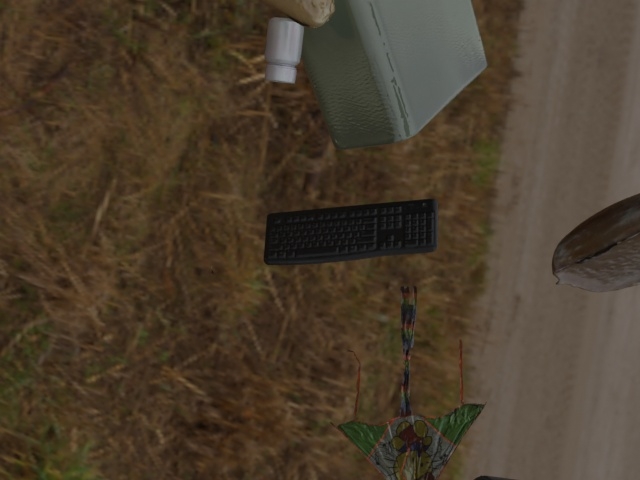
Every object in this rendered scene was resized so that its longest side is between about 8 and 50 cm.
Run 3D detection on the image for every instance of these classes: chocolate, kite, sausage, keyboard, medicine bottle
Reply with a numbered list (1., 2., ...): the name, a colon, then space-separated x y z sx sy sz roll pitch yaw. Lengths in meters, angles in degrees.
1. chocolate: 0.420 -0.018 1.471 0.161 0.261 0.083 20 53 -45
2. kite: 0.093 0.172 1.271 0.006 0.198 0.244 13 72 -55
3. sausage: -0.107 -0.366 1.473 0.066 0.301 0.066 -49 164 -19
4. keyboard: -0.005 -0.007 1.807 0.041 0.381 0.103 55 31 -52
5. medicine bottle: -0.053 -0.270 1.649 0.052 0.052 0.089 0 98 -51

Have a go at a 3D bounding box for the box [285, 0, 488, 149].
1. box: 0.099 -0.368 1.825 0.352 0.177 0.344 -44 122 -47

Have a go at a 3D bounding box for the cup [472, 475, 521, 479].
1. cup: 0.232 0.347 1.312 0.138 0.113 0.150 13 86 -17
